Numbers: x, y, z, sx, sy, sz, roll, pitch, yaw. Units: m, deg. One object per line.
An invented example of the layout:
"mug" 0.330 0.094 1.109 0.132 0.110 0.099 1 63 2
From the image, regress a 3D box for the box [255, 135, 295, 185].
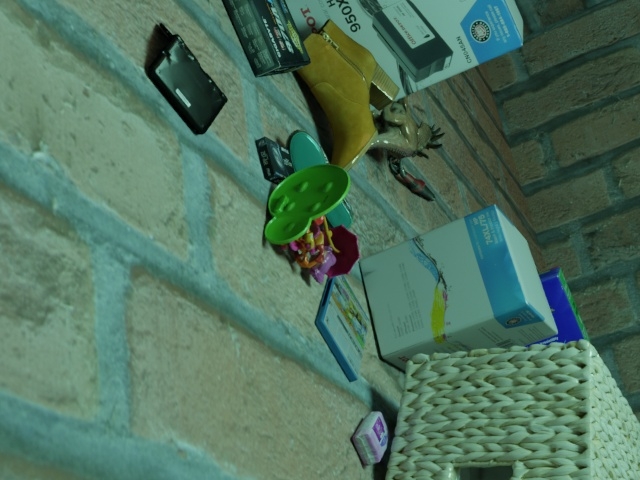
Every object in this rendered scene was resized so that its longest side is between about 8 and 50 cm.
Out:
"box" -0.068 -0.120 1.467 0.083 0.018 0.067 23 49 -62

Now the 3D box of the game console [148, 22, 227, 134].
"game console" -0.189 -0.219 1.271 0.122 0.071 0.107 51 56 -37

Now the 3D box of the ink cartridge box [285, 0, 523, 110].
"ink cartridge box" 0.164 -0.450 1.851 0.285 0.394 0.166 60 24 -21

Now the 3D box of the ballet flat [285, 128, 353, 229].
"ballet flat" -0.007 -0.098 1.557 0.188 0.070 0.070 65 20 -14

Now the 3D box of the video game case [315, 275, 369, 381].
"video game case" 0.037 0.129 1.486 0.119 0.015 0.166 60 22 -21

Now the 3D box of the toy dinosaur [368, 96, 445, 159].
"toy dinosaur" 0.176 -0.230 2.020 0.200 0.127 0.296 61 30 -19

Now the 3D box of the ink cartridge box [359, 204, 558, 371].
"ink cartridge box" 0.243 0.101 1.666 0.198 0.270 0.197 36 36 -55

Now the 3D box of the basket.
"basket" 0.312 0.350 1.432 0.331 0.328 0.266 49 43 -41

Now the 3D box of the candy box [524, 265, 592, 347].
"candy box" 0.455 0.252 2.052 0.317 0.268 0.122 67 16 -3

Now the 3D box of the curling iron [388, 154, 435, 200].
"curling iron" 0.224 -0.141 2.203 0.274 0.035 0.068 31 42 -59

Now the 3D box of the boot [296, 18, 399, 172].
"boot" 0.016 -0.263 1.733 0.211 0.104 0.295 39 53 -14

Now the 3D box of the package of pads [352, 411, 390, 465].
"package of pads" 0.077 0.294 1.394 0.050 0.032 0.083 68 20 -7

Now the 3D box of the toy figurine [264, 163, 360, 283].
"toy figurine" 0.000 0.000 1.415 0.173 0.130 0.159 -60 139 -38

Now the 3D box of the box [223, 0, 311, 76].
"box" -0.103 -0.393 1.606 0.220 0.051 0.175 67 20 -5
